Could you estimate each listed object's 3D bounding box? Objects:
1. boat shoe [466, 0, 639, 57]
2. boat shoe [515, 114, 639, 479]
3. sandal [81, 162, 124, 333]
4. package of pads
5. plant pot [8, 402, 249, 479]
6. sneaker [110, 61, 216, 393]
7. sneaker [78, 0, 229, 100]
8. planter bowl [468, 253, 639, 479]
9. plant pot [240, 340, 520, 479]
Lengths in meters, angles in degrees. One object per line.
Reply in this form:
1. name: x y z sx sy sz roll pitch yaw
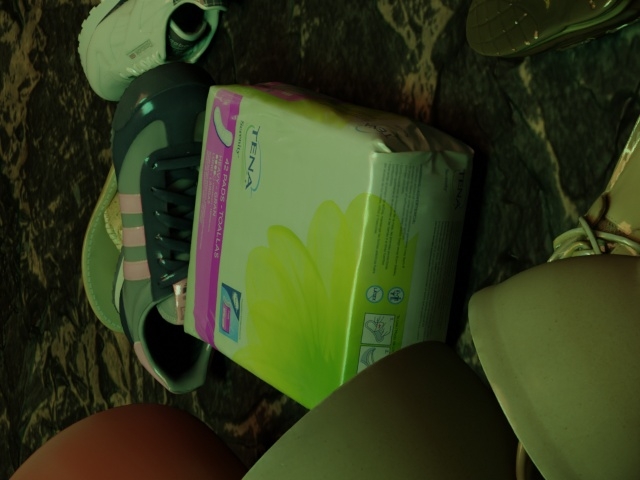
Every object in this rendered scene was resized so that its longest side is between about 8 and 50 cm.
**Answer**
1. boat shoe: 0.165 -0.154 1.324 0.178 0.060 0.064 -9 72 57
2. boat shoe: 0.193 0.028 1.221 0.109 0.098 0.302 40 121 54
3. sandal: -0.164 -0.025 1.853 0.079 0.088 0.240 20 99 65
4. package of pads: 0.000 0.000 1.557 0.296 0.101 0.229 26 111 57
5. plant pot: -0.112 0.299 1.590 0.243 0.275 0.275 26 110 49
6. sneaker: -0.117 -0.004 1.716 0.319 0.112 0.131 93 158 -43
7. sneaker: -0.158 -0.193 1.868 0.235 0.090 0.095 -50 56 48
8. planter bowl: 0.173 0.072 1.110 0.109 0.162 0.162 -32 54 17
9. plant pot: 0.058 0.234 1.310 0.191 0.284 0.284 42 127 22
